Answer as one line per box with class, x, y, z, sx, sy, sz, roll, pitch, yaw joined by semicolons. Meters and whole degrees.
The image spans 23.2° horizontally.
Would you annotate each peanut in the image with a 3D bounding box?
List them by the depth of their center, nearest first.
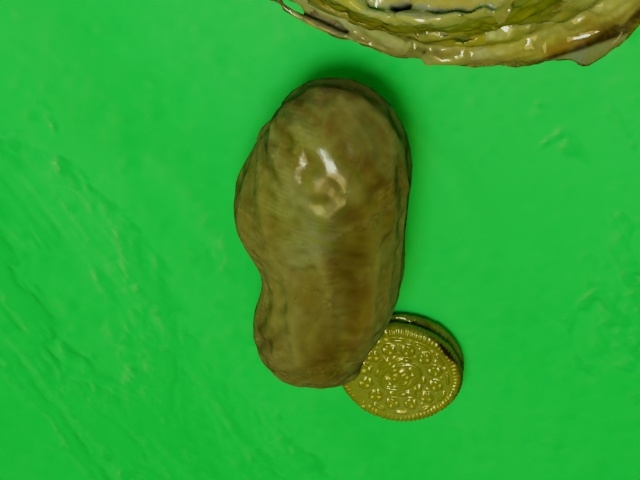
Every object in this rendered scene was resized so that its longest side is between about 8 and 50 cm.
peanut;0.000;0.000;0.946;0.108;0.095;0.226;15;131;18

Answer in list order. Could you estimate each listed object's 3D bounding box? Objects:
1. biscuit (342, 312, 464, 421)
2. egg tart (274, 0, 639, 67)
biscuit;0.053;0.085;1.037;0.084;0.023;0.084;5;125;6
egg tart;0.058;-0.204;0.766;0.315;0.120;0.315;9;126;12
